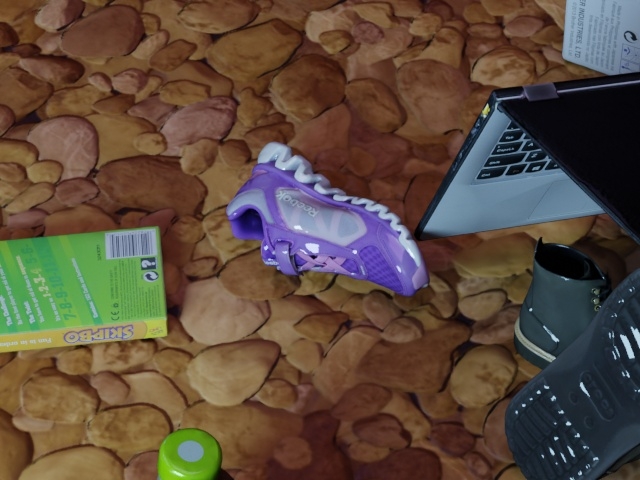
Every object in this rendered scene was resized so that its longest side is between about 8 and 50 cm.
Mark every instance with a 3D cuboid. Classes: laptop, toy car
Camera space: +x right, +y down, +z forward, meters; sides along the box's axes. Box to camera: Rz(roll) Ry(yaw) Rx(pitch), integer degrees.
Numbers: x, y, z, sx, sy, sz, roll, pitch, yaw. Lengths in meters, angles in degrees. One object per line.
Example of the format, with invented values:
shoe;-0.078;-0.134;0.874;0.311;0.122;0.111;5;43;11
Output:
laptop;0.338;-0.027;1.538;0.382;0.408;0.236;-8;65;-18
toy car;-0.045;0.252;1.452;0.188;0.155;0.149;3;47;-9

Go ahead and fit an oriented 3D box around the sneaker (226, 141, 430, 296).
sneaker;0.000;0.000;1.719;0.236;0.095;0.104;32;62;32

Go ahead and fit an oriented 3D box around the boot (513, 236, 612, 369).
boot;0.270;0.083;1.601;0.198;0.137;0.077;19;51;16

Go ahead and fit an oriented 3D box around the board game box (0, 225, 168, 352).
board game box;-0.280;0.050;1.708;0.259;0.039;0.124;-4;47;-6

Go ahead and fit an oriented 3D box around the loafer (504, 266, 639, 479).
loafer;0.293;0.094;1.469;0.130;0.366;0.134;-17;75;-37

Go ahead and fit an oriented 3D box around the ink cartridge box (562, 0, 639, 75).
ink cartridge box;0.461;-0.256;1.816;0.395;0.270;0.151;24;57;20
